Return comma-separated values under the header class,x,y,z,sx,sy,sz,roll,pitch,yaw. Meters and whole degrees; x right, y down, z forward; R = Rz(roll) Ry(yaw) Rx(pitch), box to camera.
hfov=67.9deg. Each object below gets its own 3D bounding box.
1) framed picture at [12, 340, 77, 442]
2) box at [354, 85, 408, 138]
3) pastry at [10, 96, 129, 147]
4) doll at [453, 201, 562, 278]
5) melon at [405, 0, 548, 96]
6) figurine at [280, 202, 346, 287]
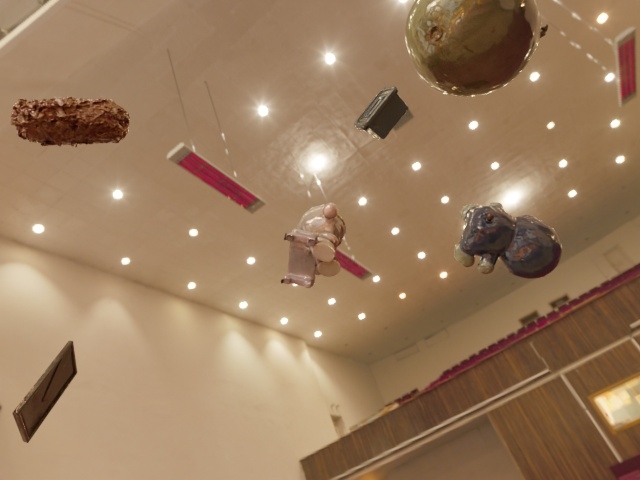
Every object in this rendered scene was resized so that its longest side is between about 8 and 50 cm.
class,x,y,z,sx,sy,sz,roll,pitch,yaw
framed picture,-0.286,0.157,0.501,0.007,0.089,0.066,19,-48,-1
box,0.120,-0.244,0.923,0.054,0.074,0.099,38,-87,-22
pastry,-0.383,-0.177,0.728,0.169,0.063,0.087,-7,-37,-12
doll,0.501,-0.001,1.260,0.258,0.228,0.154,22,-30,-3
melon,0.311,-0.429,0.982,0.272,0.271,0.308,-38,-24,21
figurine,-0.009,0.004,1.157,0.145,0.256,0.182,-10,-71,15
